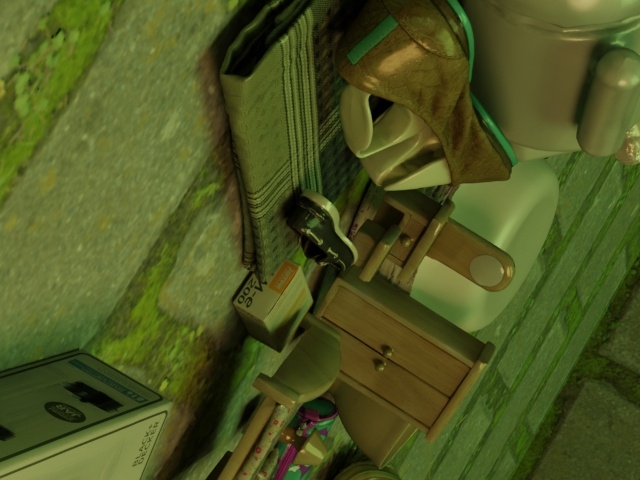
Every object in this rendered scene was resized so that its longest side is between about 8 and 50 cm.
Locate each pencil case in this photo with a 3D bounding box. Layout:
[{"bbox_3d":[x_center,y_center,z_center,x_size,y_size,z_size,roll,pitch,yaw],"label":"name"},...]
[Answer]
[{"bbox_3d":[-0.037,0.235,1.582,0.070,0.064,0.151,-54,167,-75],"label":"pencil case"}]

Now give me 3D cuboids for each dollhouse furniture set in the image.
[{"bbox_3d":[0.030,0.157,1.355,0.303,0.174,0.355,-61,175,30],"label":"dollhouse furniture set"}]

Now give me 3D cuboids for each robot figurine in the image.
[{"bbox_3d":[0.224,-0.222,1.362,0.200,0.300,0.353,-15,147,-7],"label":"robot figurine"}]

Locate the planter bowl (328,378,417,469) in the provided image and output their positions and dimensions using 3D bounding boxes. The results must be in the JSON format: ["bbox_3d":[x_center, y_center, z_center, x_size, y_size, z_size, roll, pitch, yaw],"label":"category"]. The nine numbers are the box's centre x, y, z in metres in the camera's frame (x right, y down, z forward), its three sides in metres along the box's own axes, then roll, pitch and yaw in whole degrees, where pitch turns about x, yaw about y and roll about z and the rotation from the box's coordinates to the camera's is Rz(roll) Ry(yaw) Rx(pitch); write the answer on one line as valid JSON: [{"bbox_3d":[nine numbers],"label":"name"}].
[{"bbox_3d":[0.076,0.164,1.687,0.162,0.109,0.162,-50,169,-14],"label":"planter bowl"}]

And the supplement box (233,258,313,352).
[{"bbox_3d":[-0.042,0.057,1.360,0.062,0.036,0.098,-56,163,-16],"label":"supplement box"}]

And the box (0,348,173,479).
[{"bbox_3d":[-0.229,0.182,0.974,0.290,0.087,0.169,-16,132,-65],"label":"box"}]

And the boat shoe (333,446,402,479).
[{"bbox_3d":[0.062,0.333,1.974,0.105,0.089,0.285,-34,157,1],"label":"boat shoe"}]

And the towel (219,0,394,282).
[{"bbox_3d":[0.019,-0.153,1.228,0.312,0.056,0.324,-50,161,-23],"label":"towel"}]

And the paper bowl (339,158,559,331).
[{"bbox_3d":[0.152,-0.016,1.599,0.284,0.148,0.284,-49,158,-29],"label":"paper bowl"}]

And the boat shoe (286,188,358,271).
[{"bbox_3d":[0.000,0.000,1.261,0.038,0.046,0.125,-54,159,-13],"label":"boat shoe"}]

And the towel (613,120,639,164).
[{"bbox_3d":[0.353,-0.283,1.642,0.317,0.053,0.331,-35,112,-54],"label":"towel"}]

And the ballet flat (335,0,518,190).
[{"bbox_3d":[0.079,-0.105,1.227,0.124,0.116,0.342,-37,160,1],"label":"ballet flat"}]
